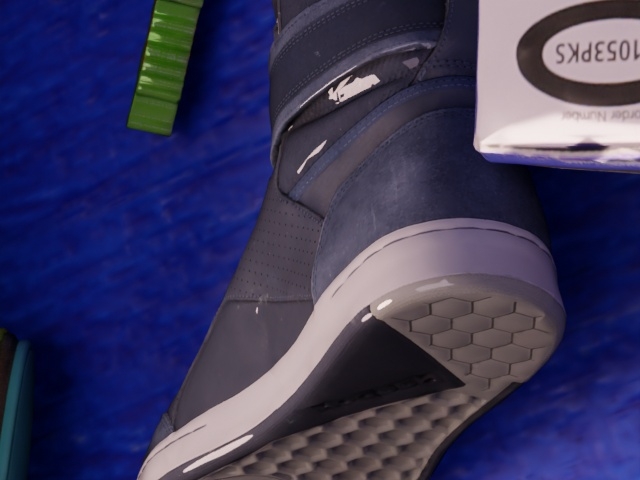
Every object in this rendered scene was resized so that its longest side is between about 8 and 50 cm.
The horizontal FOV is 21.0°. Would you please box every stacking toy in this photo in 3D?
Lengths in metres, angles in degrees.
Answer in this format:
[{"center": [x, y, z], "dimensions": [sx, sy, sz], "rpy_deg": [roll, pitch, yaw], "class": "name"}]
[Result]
[{"center": [-0.111, -0.159, 0.599], "dimensions": [0.167, 0.052, 0.221], "rpy_deg": [11, 97, -9], "class": "stacking toy"}]

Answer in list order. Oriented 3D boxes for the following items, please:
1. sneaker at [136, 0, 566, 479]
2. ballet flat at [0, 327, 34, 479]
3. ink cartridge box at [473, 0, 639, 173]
[{"center": [0.002, 0.000, 0.579], "dimensions": [0.226, 0.086, 0.163], "rpy_deg": [-46, 40, 48], "class": "sneaker"}, {"center": [-0.150, 0.148, 0.649], "dimensions": [0.077, 0.077, 0.231], "rpy_deg": [2, 95, -2], "class": "ballet flat"}, {"center": [0.180, -0.149, 0.412], "dimensions": [0.270, 0.151, 0.396], "rpy_deg": [3, 91, 44], "class": "ink cartridge box"}]
